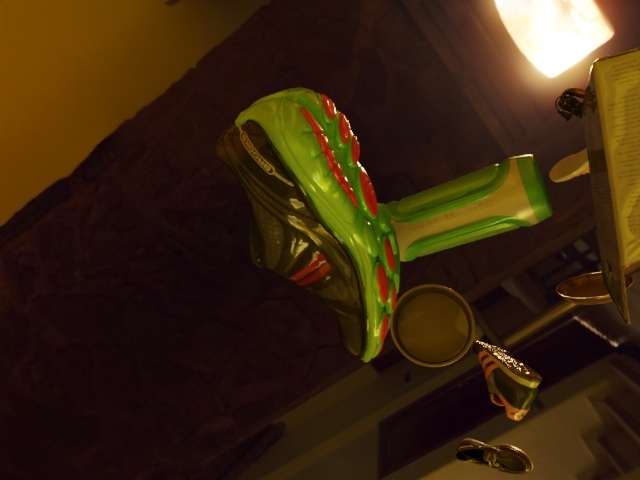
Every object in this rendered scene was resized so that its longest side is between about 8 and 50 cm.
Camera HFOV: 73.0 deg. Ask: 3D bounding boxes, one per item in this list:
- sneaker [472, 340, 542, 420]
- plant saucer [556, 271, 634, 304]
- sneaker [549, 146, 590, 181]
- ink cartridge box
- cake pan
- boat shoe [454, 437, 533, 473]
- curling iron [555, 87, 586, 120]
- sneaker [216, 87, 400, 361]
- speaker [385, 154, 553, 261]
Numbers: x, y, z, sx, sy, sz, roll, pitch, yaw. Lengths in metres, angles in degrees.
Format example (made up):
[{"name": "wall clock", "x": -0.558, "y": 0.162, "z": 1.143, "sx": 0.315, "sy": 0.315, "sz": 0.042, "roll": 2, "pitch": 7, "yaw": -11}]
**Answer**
[{"name": "sneaker", "x": 0.482, "y": 0.371, "z": 1.187, "sx": 0.112, "sy": 0.131, "sz": 0.319, "roll": 16, "pitch": -176, "yaw": 3}, {"name": "plant saucer", "x": 0.686, "y": 0.122, "z": 1.083, "sx": 0.168, "sy": 0.168, "sz": 0.029, "roll": -58, "pitch": -49, "yaw": -78}, {"name": "sneaker", "x": 0.549, "y": -0.152, "z": 0.888, "sx": 0.070, "sy": 0.134, "sz": 0.051, "roll": 26, "pitch": -134, "yaw": -25}, {"name": "ink cartridge box", "x": 0.455, "y": -0.077, "z": 0.651, "sx": 0.324, "sy": 0.071, "sz": 0.331, "roll": -13, "pitch": -87, "yaw": -61}, {"name": "cake pan", "x": 0.399, "y": 0.305, "z": 1.551, "sx": 0.293, "sy": 0.293, "sz": 0.054, "roll": 61, "pitch": -176, "yaw": 27}, {"name": "boat shoe", "x": 0.452, "y": 0.581, "z": 1.145, "sx": 0.064, "sy": 0.206, "sz": 0.075, "roll": -8, "pitch": -92, "yaw": -41}, {"name": "curling iron", "x": 0.629, "y": -0.270, "z": 0.883, "sx": 0.068, "sy": 0.273, "sz": 0.035, "roll": 74, "pitch": -145, "yaw": -51}, {"name": "sneaker", "x": 0.000, "y": 0.000, "z": 0.693, "sx": 0.483, "sy": 0.202, "sz": 0.185, "roll": 66, "pitch": -146, "yaw": -29}, {"name": "speaker", "x": 0.252, "y": -0.051, "z": 0.796, "sx": 0.131, "sy": 0.296, "sz": 0.131, "roll": 34, "pitch": -133, "yaw": -45}]
